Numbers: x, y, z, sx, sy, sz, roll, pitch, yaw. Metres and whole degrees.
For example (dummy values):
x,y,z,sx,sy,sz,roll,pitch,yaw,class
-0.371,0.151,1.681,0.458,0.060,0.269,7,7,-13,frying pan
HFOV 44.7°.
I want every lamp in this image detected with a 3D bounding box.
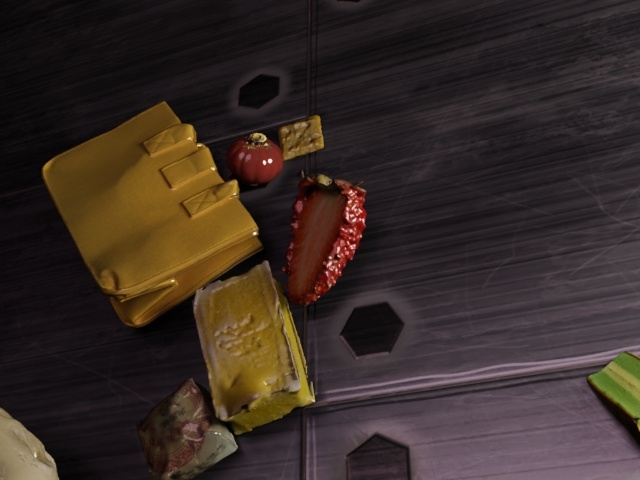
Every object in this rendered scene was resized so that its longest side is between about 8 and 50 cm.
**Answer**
x,y,z,sx,sy,sz,roll,pitch,yaw,class
-0.114,-0.139,1.348,0.101,0.090,0.101,7,30,-4,lamp

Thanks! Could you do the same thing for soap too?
x,y,z,sx,sy,sz,roll,pitch,yaw,class
-0.103,0.153,1.145,0.135,0.076,0.233,-23,49,6,soap

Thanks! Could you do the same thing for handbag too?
x,y,z,sx,sy,sz,roll,pitch,yaw,class
-0.288,-0.058,1.349,0.283,0.133,0.401,-33,50,-7,handbag

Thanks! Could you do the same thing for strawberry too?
x,y,z,sx,sy,sz,roll,pitch,yaw,class
0.005,0.000,1.214,0.167,0.087,0.208,20,92,55,strawberry

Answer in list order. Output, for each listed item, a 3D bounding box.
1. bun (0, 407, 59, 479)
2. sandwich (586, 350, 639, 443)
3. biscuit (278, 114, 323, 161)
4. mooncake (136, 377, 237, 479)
x,y,z,sx,sy,sz,roll,pitch,yaw,class
-0.494,0.394,1.056,0.326,0.234,0.362,-45,66,-2,bun
0.388,0.199,0.937,0.074,0.074,0.116,-34,18,-1,sandwich
-0.036,-0.183,1.390,0.083,0.018,0.081,-16,52,14,biscuit
-0.200,0.274,1.104,0.125,0.073,0.130,-36,48,-1,mooncake
